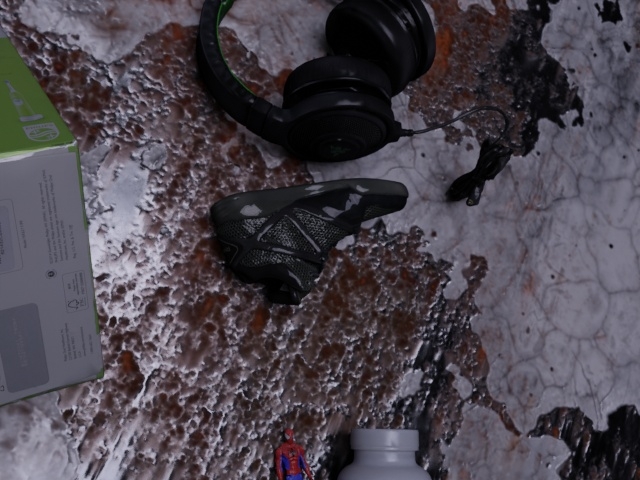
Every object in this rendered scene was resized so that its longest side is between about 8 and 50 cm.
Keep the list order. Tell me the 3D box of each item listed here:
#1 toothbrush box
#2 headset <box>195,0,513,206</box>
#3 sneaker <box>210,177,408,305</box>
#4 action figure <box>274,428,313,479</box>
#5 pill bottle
[{"bbox_3d":[-0.277,-0.033,0.661,0.122,0.283,0.206,-13,126,-25],"label":"toothbrush box"},{"bbox_3d":[0.042,-0.178,0.973,0.394,0.185,0.243,28,64,0],"label":"headset"},{"bbox_3d":[0.000,0.000,0.921,0.227,0.087,0.130,-11,85,-22],"label":"sneaker"},{"bbox_3d":[-0.027,0.260,0.883,0.038,0.030,0.115,-5,79,-20],"label":"action figure"},{"bbox_3d":[0.068,0.295,0.875,0.103,0.103,0.184,7,76,-22],"label":"pill bottle"}]
